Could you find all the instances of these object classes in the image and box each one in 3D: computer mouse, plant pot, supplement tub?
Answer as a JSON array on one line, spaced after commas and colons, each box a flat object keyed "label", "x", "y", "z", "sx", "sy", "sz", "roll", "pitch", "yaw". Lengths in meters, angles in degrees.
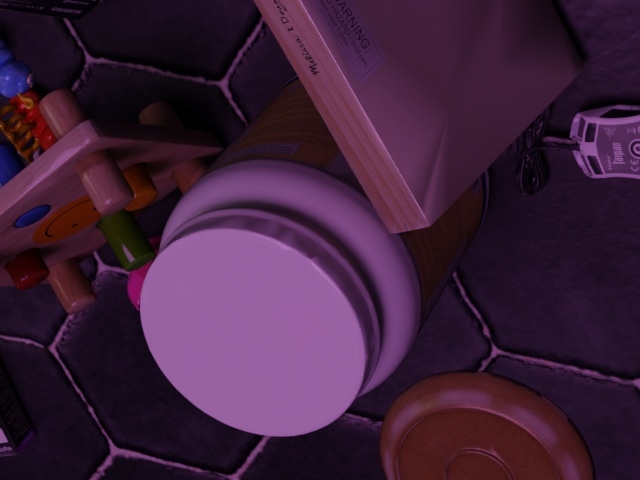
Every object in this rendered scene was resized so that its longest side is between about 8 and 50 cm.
[{"label": "computer mouse", "x": 0.265, "y": -0.089, "z": 1.548, "sx": 0.193, "sy": 0.042, "sz": 0.106, "roll": 3, "pitch": 116, "yaw": 28}, {"label": "plant pot", "x": 0.169, "y": 0.244, "z": 1.793, "sx": 0.236, "sy": 0.032, "sz": 0.236, "roll": 11, "pitch": 123, "yaw": 18}, {"label": "supplement tub", "x": 0.000, "y": 0.000, "z": 1.535, "sx": 0.241, "sy": 0.331, "sz": 0.241, "roll": 11, "pitch": 123, "yaw": 18}]

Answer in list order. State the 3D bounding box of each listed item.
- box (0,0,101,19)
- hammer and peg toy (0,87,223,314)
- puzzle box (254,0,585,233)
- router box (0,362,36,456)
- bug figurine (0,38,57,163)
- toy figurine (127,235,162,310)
[{"label": "box", "x": -0.254, "y": -0.276, "z": 1.557, "sx": 0.175, "sy": 0.220, "sz": 0.051, "roll": -33, "pitch": 70, "yaw": 35}, {"label": "hammer and peg toy", "x": -0.286, "y": 0.001, "z": 1.663, "sx": 0.361, "sy": 0.266, "sz": 0.127, "roll": -36, "pitch": 77, "yaw": 19}, {"label": "puzzle box", "x": 0.049, "y": -0.246, "z": 1.407, "sx": 0.052, "sy": 0.272, "sz": 0.409, "roll": -12, "pitch": 114, "yaw": 48}, {"label": "router box", "x": -0.443, "y": 0.197, "z": 2.024, "sx": 0.179, "sy": 0.046, "sz": 0.133, "roll": -9, "pitch": 115, "yaw": 28}, {"label": "bug figurine", "x": -0.328, "y": -0.178, "z": 1.674, "sx": 0.072, "sy": 0.279, "sz": 0.216, "roll": -43, "pitch": 79, "yaw": -6}, {"label": "toy figurine", "x": -0.125, "y": 0.051, "z": 1.779, "sx": 0.159, "sy": 0.130, "sz": 0.173, "roll": 6, "pitch": 147, "yaw": 36}]
